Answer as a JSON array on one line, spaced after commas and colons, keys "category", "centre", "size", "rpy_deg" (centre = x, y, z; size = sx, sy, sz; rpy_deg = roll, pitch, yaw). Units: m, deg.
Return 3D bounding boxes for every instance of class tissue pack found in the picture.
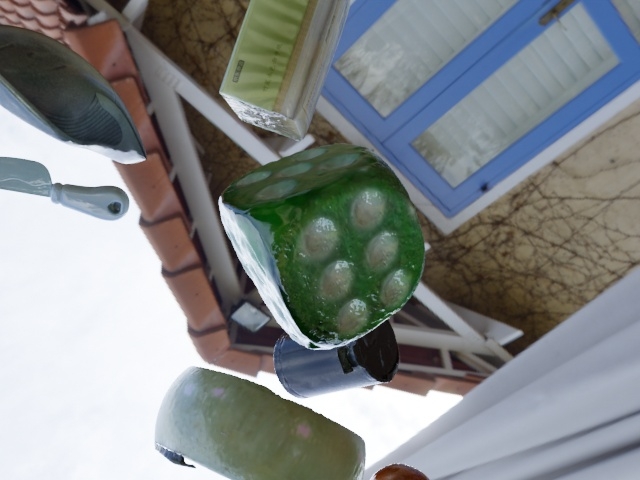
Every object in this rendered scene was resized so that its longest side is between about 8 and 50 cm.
[{"category": "tissue pack", "centre": [-0.045, -0.283, 0.783], "size": [0.125, 0.234, 0.159], "rpy_deg": [19, -179, 2]}]

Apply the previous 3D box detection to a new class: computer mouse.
[{"category": "computer mouse", "centre": [-0.299, -0.173, 0.675], "size": [0.167, 0.090, 0.379], "rpy_deg": [36, 179, 5]}]

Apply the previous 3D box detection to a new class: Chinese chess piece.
[{"category": "Chinese chess piece", "centre": [-0.099, 0.334, 0.887], "size": [0.349, 0.349, 0.146], "rpy_deg": [36, -116, -28]}]

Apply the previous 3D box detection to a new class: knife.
[{"category": "knife", "centre": [-0.528, -0.108, 1.011], "size": [0.331, 0.080, 0.044], "rpy_deg": [15, -159, -21]}]

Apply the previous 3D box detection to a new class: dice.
[{"category": "dice", "centre": [0.000, 0.000, 1.011], "size": [0.300, 0.287, 0.297], "rpy_deg": [31, 146, 61]}]

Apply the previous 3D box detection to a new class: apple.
[{"category": "apple", "centre": [0.182, 0.576, 1.204], "size": [0.139, 0.163, 0.163], "rpy_deg": [-31, -100, -33]}]

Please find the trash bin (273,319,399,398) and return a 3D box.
[{"category": "trash bin", "centre": [0.046, 0.309, 1.481], "size": [0.252, 0.301, 0.203], "rpy_deg": [-20, -93, -51]}]
